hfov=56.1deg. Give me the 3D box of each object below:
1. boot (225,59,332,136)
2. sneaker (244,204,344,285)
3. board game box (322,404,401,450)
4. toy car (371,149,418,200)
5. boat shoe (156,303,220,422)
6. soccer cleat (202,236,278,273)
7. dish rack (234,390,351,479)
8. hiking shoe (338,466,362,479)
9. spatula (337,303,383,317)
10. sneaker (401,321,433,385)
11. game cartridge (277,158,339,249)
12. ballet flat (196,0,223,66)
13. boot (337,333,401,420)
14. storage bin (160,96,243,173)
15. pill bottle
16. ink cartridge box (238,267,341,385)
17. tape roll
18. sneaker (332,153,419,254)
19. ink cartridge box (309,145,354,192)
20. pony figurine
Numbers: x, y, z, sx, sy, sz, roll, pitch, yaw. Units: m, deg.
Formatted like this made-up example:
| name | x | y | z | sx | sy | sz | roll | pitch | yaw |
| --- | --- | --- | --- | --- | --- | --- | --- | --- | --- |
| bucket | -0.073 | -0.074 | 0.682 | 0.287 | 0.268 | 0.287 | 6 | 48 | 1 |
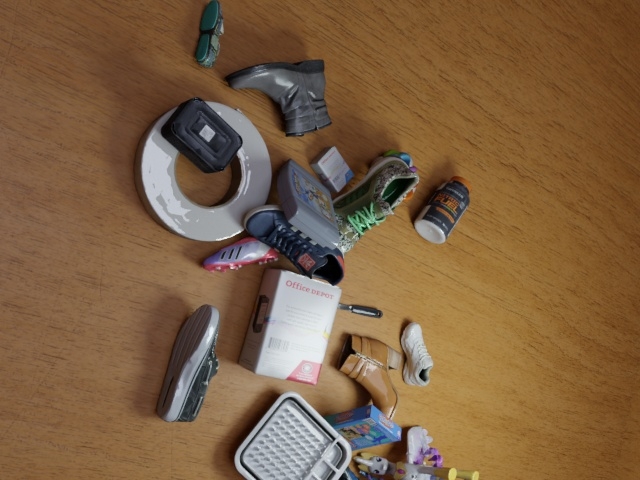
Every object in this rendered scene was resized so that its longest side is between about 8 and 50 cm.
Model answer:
| name | x | y | z | sx | sy | sz | roll | pitch | yaw |
| --- | --- | --- | --- | --- | --- | --- | --- | --- | --- |
| boot | -0.109 | -0.413 | 1.790 | 0.338 | 0.118 | 0.223 | -14 | 105 | -29 |
| sneaker | -0.060 | 0.023 | 1.721 | 0.350 | 0.148 | 0.131 | 26 | 120 | -29 |
| board game box | 0.127 | 0.604 | 1.927 | 0.160 | 0.210 | 0.047 | 45 | 38 | -28 |
| toy car | 0.267 | -0.218 | 2.031 | 0.159 | 0.136 | 0.182 | -14 | 100 | -32 |
| boat shoe | -0.343 | 0.341 | 1.666 | 0.119 | 0.121 | 0.335 | 23 | 90 | -40 |
| soccer cleat | -0.233 | 0.034 | 1.744 | 0.247 | 0.083 | 0.095 | -9 | 82 | -34 |
| dish rack | -0.089 | 0.655 | 1.842 | 0.333 | 0.072 | 0.285 | 49 | 67 | -17 |
| hiking shoe | 0.102 | 0.832 | 1.997 | 0.132 | 0.113 | 0.304 | -40 | 109 | -59 |
| spatula | 0.091 | 0.223 | 1.991 | 0.296 | 0.030 | 0.084 | 14 | 83 | -33 |
| sneaker | 0.354 | 0.405 | 2.124 | 0.090 | 0.115 | 0.232 | -10 | 97 | -33 |
| game cartridge | -0.041 | -0.117 | 1.761 | 0.062 | 0.297 | 0.198 | -37 | 124 | 19 |
| ballet flat | -0.305 | -0.575 | 1.686 | 0.070 | 0.070 | 0.189 | 17 | 84 | -33 |
| boot | 0.157 | 0.460 | 1.983 | 0.220 | 0.109 | 0.284 | 25 | 67 | -27 |
| storage bin | -0.311 | -0.274 | 1.585 | 0.180 | 0.084 | 0.122 | 43 | 69 | -28 |
| pill bottle | 0.451 | -0.119 | 2.163 | 0.130 | 0.130 | 0.246 | 48 | 66 | -26 |
| ink cartridge box | -0.090 | 0.259 | 1.809 | 0.226 | 0.131 | 0.307 | 21 | 79 | -30 |
| tape roll | -0.319 | -0.192 | 1.675 | 0.391 | 0.072 | 0.393 | -1 | 91 | -34 |
| sneaker | 0.148 | -0.097 | 1.856 | 0.158 | 0.182 | 0.410 | 42 | 87 | -23 |
| ink cartridge box | 0.036 | -0.228 | 1.925 | 0.088 | 0.052 | 0.122 | -47 | 117 | -24 |
| pony figurine | 0.332 | 0.784 | 2.026 | 0.351 | 0.363 | 0.303 | 29 | 68 | -47 |
